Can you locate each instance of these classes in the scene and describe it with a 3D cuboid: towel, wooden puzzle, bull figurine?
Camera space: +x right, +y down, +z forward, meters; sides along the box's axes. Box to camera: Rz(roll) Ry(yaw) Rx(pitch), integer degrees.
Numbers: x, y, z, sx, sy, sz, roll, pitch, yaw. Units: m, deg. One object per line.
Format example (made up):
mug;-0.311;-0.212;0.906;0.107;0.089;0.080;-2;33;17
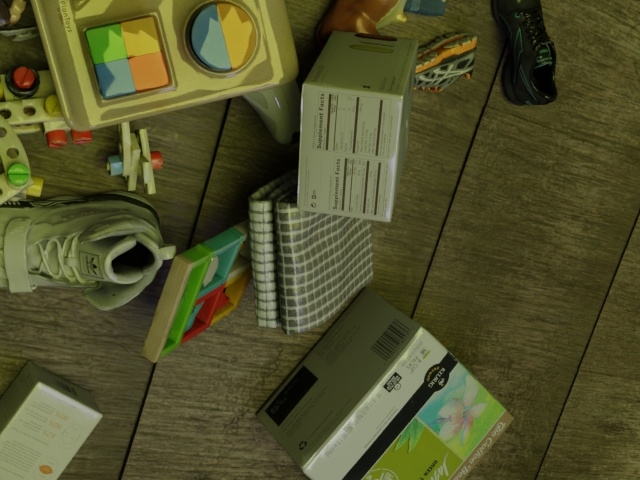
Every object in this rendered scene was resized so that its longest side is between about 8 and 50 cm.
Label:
towel;0.166;-0.431;1.612;0.119;0.029;0.067;4;105;-28
towel;0.000;0.000;1.552;0.283;0.121;0.235;-33;124;-51
wooden puzzle;-0.216;-0.339;1.265;0.347;0.080;0.322;-16;104;-13
bull figurine;0.123;-0.421;1.521;0.188;0.101;0.310;35;106;5

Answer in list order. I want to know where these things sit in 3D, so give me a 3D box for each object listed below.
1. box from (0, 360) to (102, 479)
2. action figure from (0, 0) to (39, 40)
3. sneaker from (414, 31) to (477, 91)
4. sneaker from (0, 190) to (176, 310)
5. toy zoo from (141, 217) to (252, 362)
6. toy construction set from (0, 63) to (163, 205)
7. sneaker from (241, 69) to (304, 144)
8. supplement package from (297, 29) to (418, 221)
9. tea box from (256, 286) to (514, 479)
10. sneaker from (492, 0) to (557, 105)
box;-0.463;0.307;1.501;0.130;0.091;0.170;38;87;-32
action figure;-0.473;-0.379;1.266;0.185;0.099;0.285;-13;116;-31
sneaker;0.192;-0.300;1.642;0.214;0.084;0.083;-23;125;-18
sneaker;-0.396;0.017;1.367;0.365;0.210;0.138;-10;111;-24
toy zoo;-0.169;0.065;1.507;0.293;0.030;0.192;-32;150;-59
toy construction set;-0.379;-0.145;1.352;0.327;0.151;0.215;-8;80;-38
sneaker;-0.207;-0.302;1.408;0.257;0.169;0.448;-32;110;-6
supplement package;0.061;-0.184;1.424;0.145;0.262;0.204;7;120;7
tea box;0.122;0.332;1.736;0.329;0.220;0.323;-49;122;-5
sneaker;0.391;-0.377;1.704;0.101;0.106;0.267;-21;114;-18
